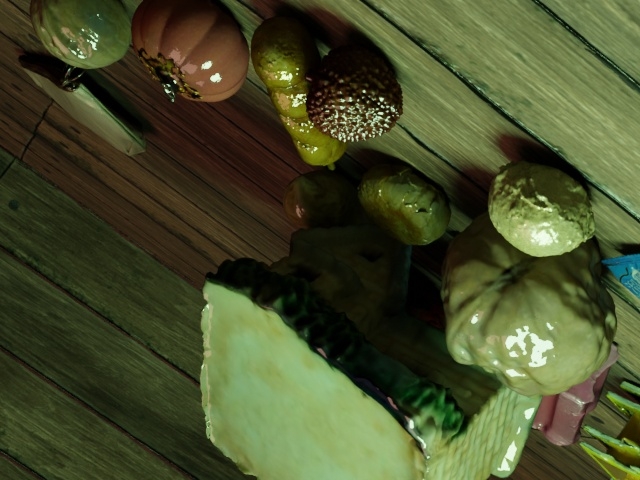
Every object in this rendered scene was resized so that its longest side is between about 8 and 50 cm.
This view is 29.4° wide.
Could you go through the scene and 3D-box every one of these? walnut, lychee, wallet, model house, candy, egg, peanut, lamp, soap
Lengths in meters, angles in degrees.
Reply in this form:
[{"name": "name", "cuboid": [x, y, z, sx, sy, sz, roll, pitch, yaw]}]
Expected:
[{"name": "walnut", "cuboid": [0.279, 0.086, 1.663, 0.273, 0.227, 0.273, 29, 170, 6]}, {"name": "lychee", "cuboid": [0.042, -0.182, 1.525, 0.129, 0.123, 0.123, 3, 174, -17]}, {"name": "wallet", "cuboid": [-0.479, -0.281, 2.493, 0.275, 0.068, 0.335, 48, 167, -34]}, {"name": "model house", "cuboid": [0.098, 0.187, 1.890, 0.445, 0.400, 0.395, 28, 132, 31]}, {"name": "candy", "cuboid": [0.443, 0.058, 1.599, 0.136, 0.038, 0.088, 36, 154, -21]}, {"name": "egg", "cuboid": [0.272, -0.040, 1.507, 0.140, 0.118, 0.116, 40, 125, 12]}, {"name": "peanut", "cuboid": [0.027, -0.037, 2.019, 0.122, 0.137, 0.253, -26, 134, 23]}, {"name": "model house", "cuboid": [0.576, 0.377, 1.980, 0.313, 0.242, 0.357, 34, 168, 12]}, {"name": "walnut", "cuboid": [-0.371, -0.339, 1.893, 0.162, 0.140, 0.140, 56, 158, -22]}, {"name": "lamp", "cuboid": [-0.188, -0.265, 1.711, 0.182, 0.140, 0.182, 35, 165, 11]}, {"name": "soap", "cuboid": [0.378, 0.228, 2.131, 0.233, 0.128, 0.359, 31, 166, 17]}]

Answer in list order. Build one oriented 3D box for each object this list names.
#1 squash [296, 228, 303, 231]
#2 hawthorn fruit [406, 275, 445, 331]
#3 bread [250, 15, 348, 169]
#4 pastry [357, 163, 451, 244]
[{"name": "squash", "cuboid": [0.000, 0.000, 2.341, 0.069, 0.069, 0.239, 37, 166, -15]}, {"name": "hawthorn fruit", "cuboid": [0.107, 0.200, 2.300, 0.316, 0.316, 0.316, 32, 166, 9]}, {"name": "bread", "cuboid": [-0.015, -0.188, 1.674, 0.084, 0.124, 0.344, -10, 153, 11]}, {"name": "pastry", "cuboid": [0.124, -0.054, 1.841, 0.153, 0.081, 0.153, 36, 168, 8]}]
